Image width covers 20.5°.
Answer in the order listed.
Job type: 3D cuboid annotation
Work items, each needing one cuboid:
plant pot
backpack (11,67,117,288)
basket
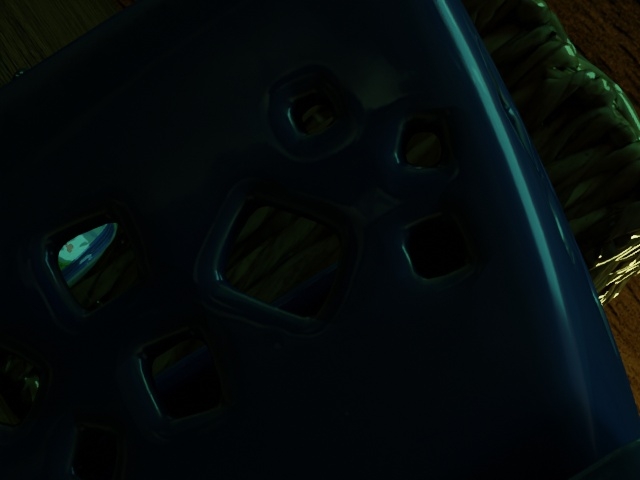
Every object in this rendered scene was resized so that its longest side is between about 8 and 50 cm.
[{"bbox_3d":[-0.008,0.075,0.539,0.212,0.236,0.236,61,5,25],"label":"plant pot"},{"bbox_3d":[-0.133,-0.005,0.679,0.084,0.105,0.114,52,8,-4],"label":"backpack"},{"bbox_3d":[0.000,0.000,0.865,0.213,0.299,0.223,52,4,10],"label":"basket"}]
